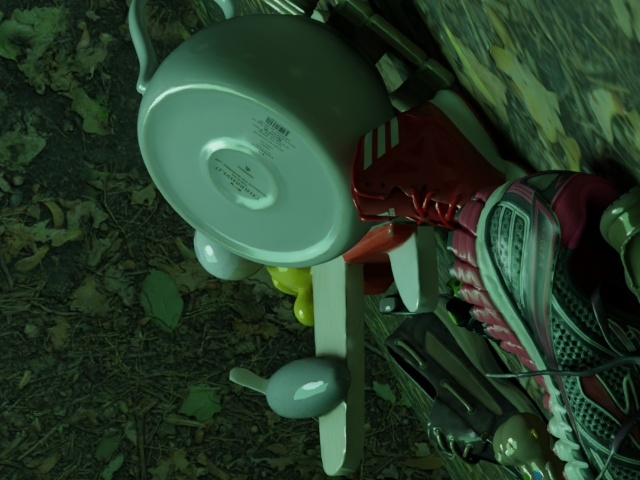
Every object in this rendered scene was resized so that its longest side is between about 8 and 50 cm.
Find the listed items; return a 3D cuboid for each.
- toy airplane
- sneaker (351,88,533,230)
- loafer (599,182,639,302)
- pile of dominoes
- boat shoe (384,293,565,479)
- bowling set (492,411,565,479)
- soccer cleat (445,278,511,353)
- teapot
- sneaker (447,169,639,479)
[{"bbox_3d":[0.000,0.000,1.601,0.386,0.273,0.384,-96,6,-52],"label":"toy airplane"},{"bbox_3d":[0.102,-0.019,1.177,0.221,0.128,0.087,54,164,42],"label":"sneaker"},{"bbox_3d":[0.197,0.009,0.836,0.050,0.056,0.148,57,-175,29],"label":"loafer"},{"bbox_3d":[0.033,-0.198,1.341,0.196,0.040,0.251,39,175,-3],"label":"pile of dominoes"},{"bbox_3d":[0.198,0.229,1.898,0.355,0.130,0.132,57,175,39],"label":"boat shoe"},{"bbox_3d":[0.191,0.181,1.216,0.154,0.200,0.287,60,173,10],"label":"bowling set"},{"bbox_3d":[0.167,0.070,1.521,0.060,0.072,0.179,57,176,33],"label":"soccer cleat"},{"bbox_3d":[-0.032,-0.115,1.346,0.253,0.187,0.256,4,134,32],"label":"teapot"},{"bbox_3d":[0.201,0.089,0.973,0.299,0.121,0.112,53,147,-12],"label":"sneaker"}]
